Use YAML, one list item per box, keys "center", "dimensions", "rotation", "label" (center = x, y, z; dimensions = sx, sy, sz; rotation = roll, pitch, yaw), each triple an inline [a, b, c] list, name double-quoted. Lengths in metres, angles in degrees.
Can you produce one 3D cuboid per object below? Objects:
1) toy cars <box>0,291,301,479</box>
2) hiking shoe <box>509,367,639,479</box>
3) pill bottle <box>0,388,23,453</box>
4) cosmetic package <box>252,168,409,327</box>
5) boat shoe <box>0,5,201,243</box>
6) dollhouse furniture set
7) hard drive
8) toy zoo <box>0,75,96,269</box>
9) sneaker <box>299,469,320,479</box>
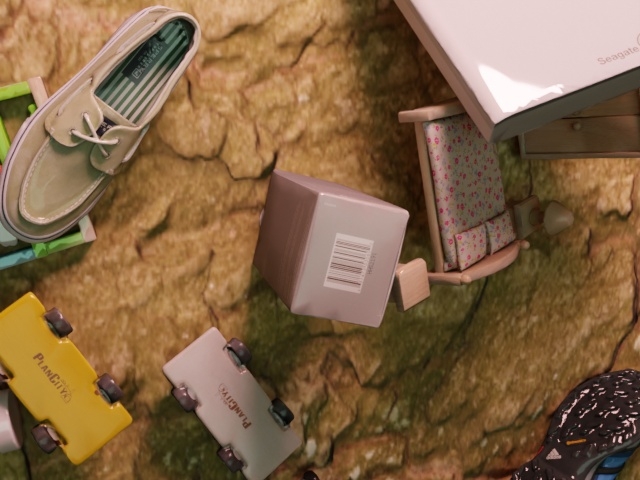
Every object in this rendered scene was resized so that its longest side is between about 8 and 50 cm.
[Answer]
- center: [-0.207, 0.175, 0.913]
  dimensions: [0.393, 0.087, 0.176]
  rotation: [14, 84, -21]
  label: "toy cars"
- center: [0.366, 0.305, 1.091]
  dimensions: [0.304, 0.113, 0.132]
  rotation: [-41, 137, -11]
  label: "hiking shoe"
- center: [-0.423, 0.216, 0.856]
  dimensions: [0.169, 0.094, 0.094]
  rotation: [-11, 102, -13]
  label: "pill bottle"
- center: [0.000, 0.000, 0.857]
  dimensions: [0.107, 0.238, 0.127]
  rotation: [11, 99, -14]
  label: "cosmetic package"
- center: [-0.236, -0.130, 0.822]
  dimensions: [0.109, 0.094, 0.302]
  rotation: [36, 81, -25]
  label: "boat shoe"
- center: [0.216, -0.119, 0.840]
  dimensions: [0.355, 0.174, 0.303]
  rotation: [-26, 111, -41]
  label: "dollhouse furniture set"
- center: [0.199, -0.286, 0.847]
  dimensions: [0.233, 0.047, 0.353]
  rotation: [-22, 65, -11]
  label: "hard drive"
- center: [-0.417, -0.046, 0.845]
  dimensions: [0.293, 0.030, 0.192]
  rotation: [-18, 103, -12]
  label: "toy zoo"
- center: [-0.064, 0.340, 0.985]
  dimensions: [0.228, 0.086, 0.132]
  rotation: [33, 85, -28]
  label: "sneaker"
